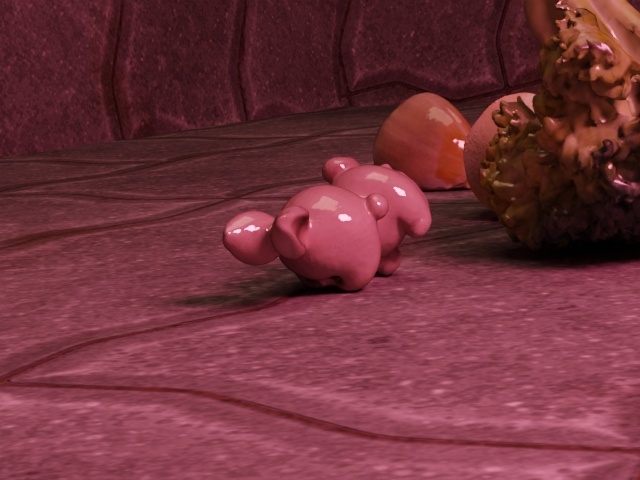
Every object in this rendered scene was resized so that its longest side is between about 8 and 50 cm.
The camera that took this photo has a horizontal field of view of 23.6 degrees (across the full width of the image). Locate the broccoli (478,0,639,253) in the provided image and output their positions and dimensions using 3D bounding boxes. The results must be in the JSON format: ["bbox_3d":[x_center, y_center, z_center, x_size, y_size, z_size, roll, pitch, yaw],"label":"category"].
[{"bbox_3d":[0.300,-0.140,1.507,0.293,0.280,0.348,-22,-5,-23],"label":"broccoli"}]

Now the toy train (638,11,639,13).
[{"bbox_3d":[0.482,-0.213,2.195,0.369,0.231,0.163,2,13,40],"label":"toy train"}]

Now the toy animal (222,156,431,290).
[{"bbox_3d":[0.001,0.002,1.388,0.124,0.124,0.212,3,20,40],"label":"toy animal"}]

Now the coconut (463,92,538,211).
[{"bbox_3d":[0.244,-0.100,1.811,0.147,0.147,0.153,-1,-1,14],"label":"coconut"}]

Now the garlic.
[{"bbox_3d":[0.158,-0.130,2.208,0.164,0.145,0.245,28,2,-9],"label":"garlic"}]
